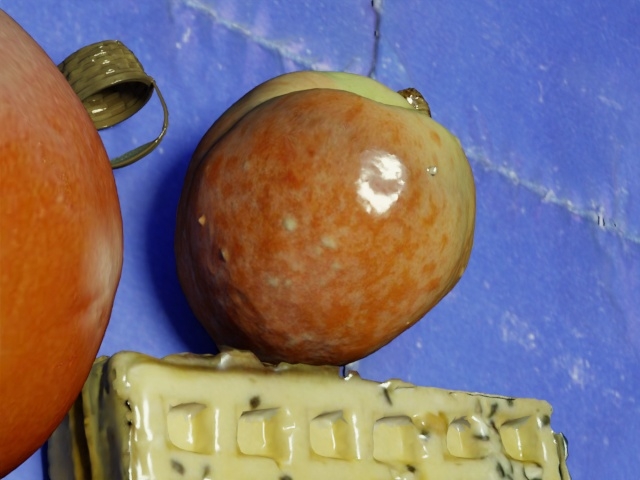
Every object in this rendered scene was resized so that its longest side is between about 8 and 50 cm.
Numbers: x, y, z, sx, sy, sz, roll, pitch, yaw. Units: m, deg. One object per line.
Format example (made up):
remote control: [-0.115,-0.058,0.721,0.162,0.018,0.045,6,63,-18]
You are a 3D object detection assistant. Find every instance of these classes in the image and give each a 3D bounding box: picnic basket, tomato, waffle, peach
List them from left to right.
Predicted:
tomato: [-0.259,-0.010,0.960,0.321,0.321,0.321,21,53,-31]
picnic basket: [-0.144,-0.089,1.280,0.072,0.072,0.083,-7,61,-43]
peach: [0.000,0.000,1.264,0.232,0.232,0.232,21,53,-31]
waffle: [0.013,0.216,1.199,0.376,0.114,0.261,11,59,-36]

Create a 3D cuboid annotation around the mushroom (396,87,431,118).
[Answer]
mushroom: [0.049,-0.058,1.417,0.126,0.085,0.109,-54,135,-62]
